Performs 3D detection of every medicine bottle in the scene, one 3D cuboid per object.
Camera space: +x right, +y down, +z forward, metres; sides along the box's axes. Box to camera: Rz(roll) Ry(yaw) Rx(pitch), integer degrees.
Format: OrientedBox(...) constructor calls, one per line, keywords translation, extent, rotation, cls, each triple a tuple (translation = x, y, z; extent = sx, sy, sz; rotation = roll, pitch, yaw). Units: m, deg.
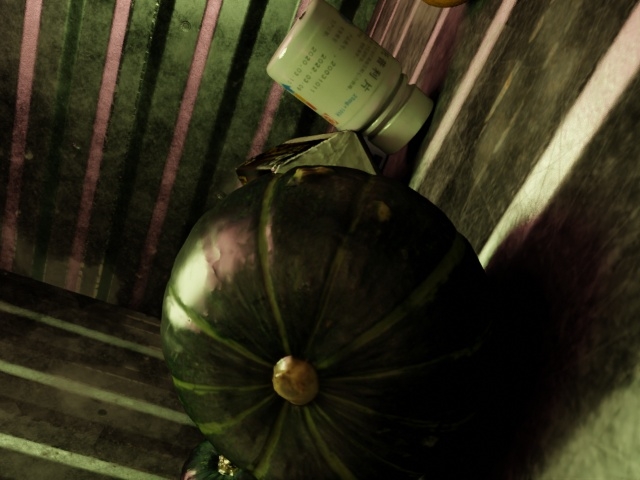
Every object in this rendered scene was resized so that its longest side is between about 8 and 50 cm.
OrientedBox(translation=(0.058, -0.296, 1.079), extent=(0.170, 0.293, 0.170), rotation=(-49, 16, 19), cls="medicine bottle")

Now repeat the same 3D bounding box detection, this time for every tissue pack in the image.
OrientedBox(translation=(-0.023, -0.106, 1.187), extent=(0.198, 0.210, 0.370), rotation=(-35, 16, -11), cls="tissue pack")

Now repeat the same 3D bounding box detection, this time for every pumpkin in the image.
OrientedBox(translation=(0.007, 0.085, 0.562), extent=(0.241, 0.323, 0.323), rotation=(-71, 2, -73), cls="pumpkin")
OrientedBox(translation=(-0.140, 0.441, 1.034), extent=(0.233, 0.233, 0.163), rotation=(-83, -12, -55), cls="pumpkin")

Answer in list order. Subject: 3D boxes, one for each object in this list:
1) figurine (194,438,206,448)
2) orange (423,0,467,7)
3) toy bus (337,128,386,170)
OrientedBox(translation=(-0.119, 0.347, 1.220), extent=(0.169, 0.218, 0.327), rotation=(1, 74, 56), cls="figurine")
OrientedBox(translation=(0.231, -0.533, 0.998), extent=(0.240, 0.171, 0.240), rotation=(-162, 90, -81), cls="orange")
OrientedBox(translation=(0.108, -0.261, 1.434), extent=(0.136, 0.109, 0.330), rotation=(-50, 21, 41), cls="toy bus")
